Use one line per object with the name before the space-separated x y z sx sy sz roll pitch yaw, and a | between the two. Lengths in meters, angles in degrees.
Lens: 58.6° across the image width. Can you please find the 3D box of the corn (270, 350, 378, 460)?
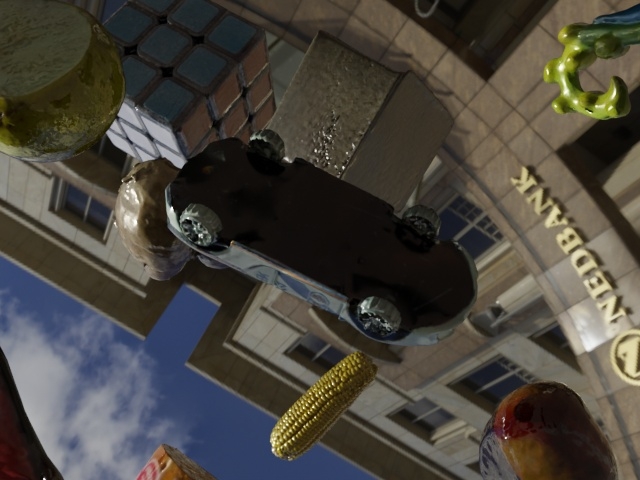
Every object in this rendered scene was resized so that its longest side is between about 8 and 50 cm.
corn | 0.003 0.251 0.864 0.067 0.206 0.067 45 -179 -1

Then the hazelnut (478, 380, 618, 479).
hazelnut | 0.372 0.345 0.932 0.217 0.217 0.252 -48 -53 -44

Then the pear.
pear | -0.236 -0.127 0.484 0.140 0.104 0.141 3 -124 -4

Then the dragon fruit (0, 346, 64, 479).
dragon fruit | -0.270 0.134 0.407 0.100 0.282 0.344 -21 -73 -43

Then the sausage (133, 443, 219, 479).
sausage | -0.270 0.532 0.958 0.233 0.233 0.287 37 -108 -2

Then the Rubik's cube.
Rubik's cube | -0.307 -0.327 1.256 0.301 0.304 0.305 30 -111 13

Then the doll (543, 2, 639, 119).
doll | 0.305 -0.262 0.476 0.098 0.346 0.341 -7 -154 -28

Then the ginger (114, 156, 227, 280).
ginger | -0.226 -0.040 1.077 0.304 0.245 0.155 -7 -152 -38

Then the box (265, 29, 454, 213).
box | 0.066 -0.160 0.834 0.143 0.184 0.273 36 -167 22

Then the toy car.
toy car | 0.000 0.000 0.363 0.204 0.056 0.095 27 -130 5
